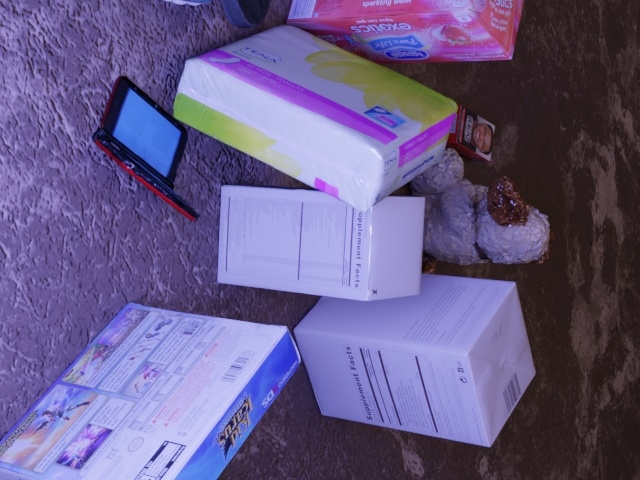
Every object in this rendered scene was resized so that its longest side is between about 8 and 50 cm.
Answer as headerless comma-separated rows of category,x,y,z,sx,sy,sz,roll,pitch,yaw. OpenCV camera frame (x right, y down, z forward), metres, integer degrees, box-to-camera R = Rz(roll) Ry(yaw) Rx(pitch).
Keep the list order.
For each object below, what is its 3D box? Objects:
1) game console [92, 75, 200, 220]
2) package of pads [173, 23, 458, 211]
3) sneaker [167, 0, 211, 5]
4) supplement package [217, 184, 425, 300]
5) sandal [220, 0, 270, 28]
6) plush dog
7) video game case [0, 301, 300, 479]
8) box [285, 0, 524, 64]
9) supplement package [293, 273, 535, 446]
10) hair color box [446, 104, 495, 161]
game console,-0.193,-0.108,1.314,0.085,0.124,0.144,-51,139,-1
package of pads,0.000,-0.166,1.392,0.229,0.297,0.101,-35,147,-52
sneaker,-0.183,-0.361,1.266,0.275,0.110,0.107,37,65,-52
supplement package,0.000,0.000,1.461,0.134,0.244,0.139,-2,97,-55
sandal,-0.034,-0.454,1.399,0.167,0.107,0.445,65,34,-49
plush dog,0.279,-0.022,1.876,0.262,0.226,0.210,36,65,-52
video game case,-0.192,0.188,1.210,0.269,0.244,0.061,-51,135,-38
box,0.122,-0.345,1.540,0.142,0.300,0.154,31,68,-51
supplement package,0.142,0.166,1.645,0.177,0.293,0.175,-46,130,-42
hair color box,0.264,-0.193,1.992,0.141,0.043,0.071,17,80,-56
